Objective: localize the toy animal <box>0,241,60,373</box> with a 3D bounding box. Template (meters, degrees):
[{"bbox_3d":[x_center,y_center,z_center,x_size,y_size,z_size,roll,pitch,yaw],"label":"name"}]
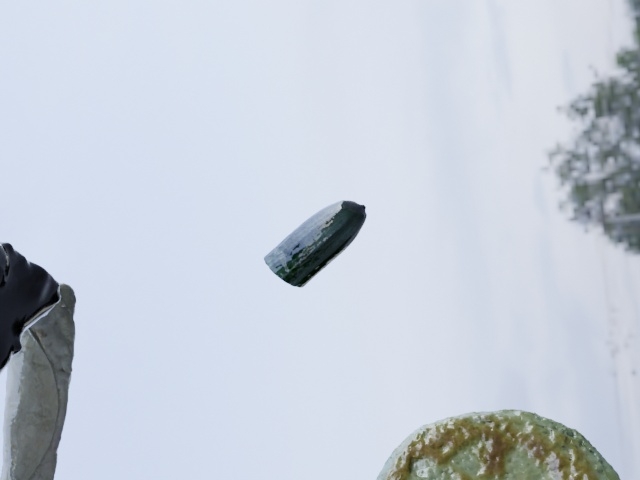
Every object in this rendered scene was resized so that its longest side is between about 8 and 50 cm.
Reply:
[{"bbox_3d":[-0.332,0.080,0.960,0.266,0.213,0.212,-57,-34,-22],"label":"toy animal"}]

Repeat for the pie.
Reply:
[{"bbox_3d":[0.186,0.296,1.476,0.067,0.303,0.302,81,-167,-50],"label":"pie"}]

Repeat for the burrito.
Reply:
[{"bbox_3d":[-0.319,0.180,1.603,0.082,0.059,0.275,2,-76,-36],"label":"burrito"}]

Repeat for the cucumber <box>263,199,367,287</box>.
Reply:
[{"bbox_3d":[0.000,0.000,1.368,0.048,0.105,0.048,46,-167,-14],"label":"cucumber"}]
